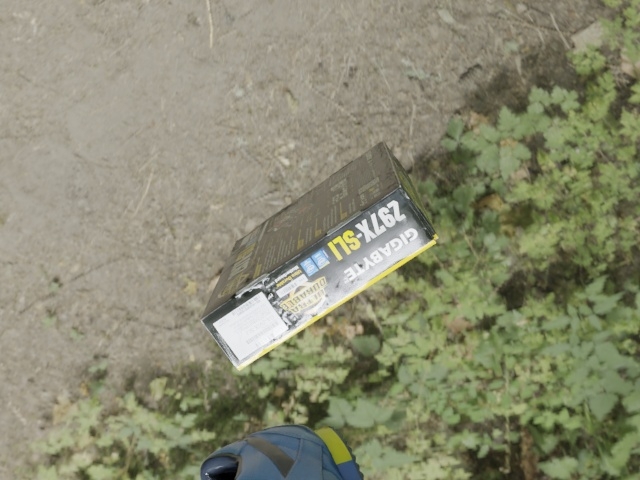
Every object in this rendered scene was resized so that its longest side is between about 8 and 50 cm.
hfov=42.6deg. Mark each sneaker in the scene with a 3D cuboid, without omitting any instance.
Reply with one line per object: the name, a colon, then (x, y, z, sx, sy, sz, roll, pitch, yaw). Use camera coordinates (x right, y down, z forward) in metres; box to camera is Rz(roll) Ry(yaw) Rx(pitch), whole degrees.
sneaker: (-0.004, 0.144, 0.362, 0.082, 0.209, 0.069, -1, 101, -20)

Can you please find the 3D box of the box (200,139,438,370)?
box: (0.000, 0.000, 0.992, 0.257, 0.322, 0.079, -36, 102, 9)
